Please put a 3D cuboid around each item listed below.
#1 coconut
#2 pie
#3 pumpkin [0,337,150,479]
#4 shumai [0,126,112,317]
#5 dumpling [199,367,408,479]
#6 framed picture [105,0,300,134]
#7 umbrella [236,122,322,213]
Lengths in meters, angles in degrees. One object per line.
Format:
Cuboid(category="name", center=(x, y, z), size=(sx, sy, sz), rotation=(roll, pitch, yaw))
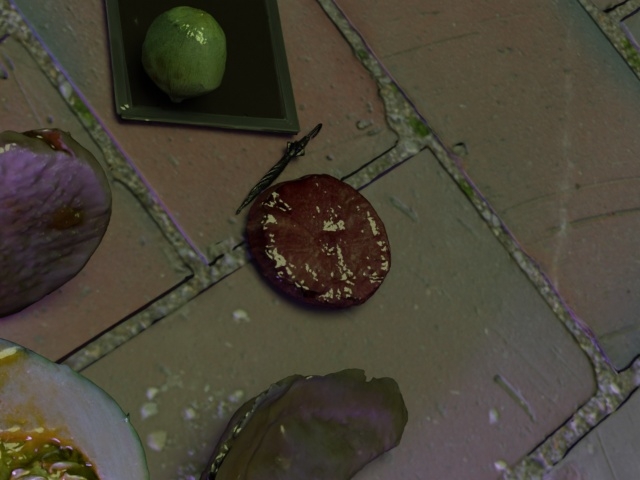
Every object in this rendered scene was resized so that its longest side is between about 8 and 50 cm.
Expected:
Cuboid(category="coconut", center=(-0.131, -0.176, 1.534), size=(0.088, 0.096, 0.088), rotation=(11, 23, -5))
Cuboid(category="pie", center=(0.000, 0.000, 1.562), size=(0.154, 0.036, 0.154), rotation=(13, 60, -23))
Cuboid(category="pumpkin", center=(-0.274, 0.239, 1.194), size=(0.263, 0.197, 0.293), rotation=(42, 59, 12))
Cuboid(category="shumai", center=(-0.277, -0.036, 1.360), size=(0.201, 0.201, 0.120), rotation=(-3, 40, -30))
Cuboid(category="dumpling", center=(-0.053, 0.197, 1.402), size=(0.332, 0.086, 0.166), rotation=(-43, 122, -37))
Cuboid(category="framed picture", center=(-0.128, -0.225, 1.620), size=(0.197, 0.014, 0.252), rotation=(3, 65, -28))
Cuboid(category="umbrella", center=(-0.040, -0.075, 1.588), size=(0.022, 0.022, 0.149), rotation=(36, 53, 9))
